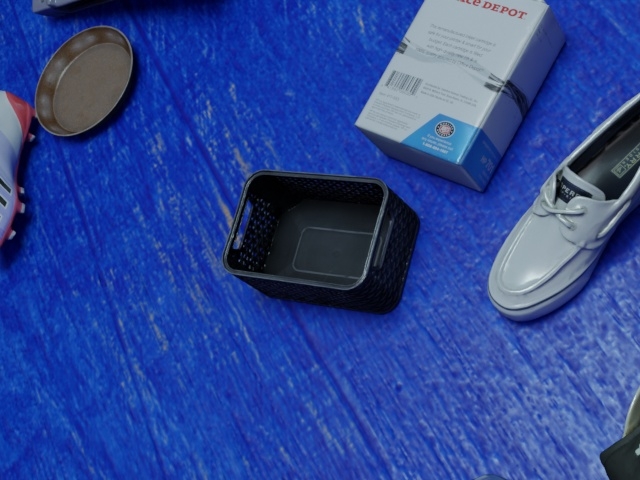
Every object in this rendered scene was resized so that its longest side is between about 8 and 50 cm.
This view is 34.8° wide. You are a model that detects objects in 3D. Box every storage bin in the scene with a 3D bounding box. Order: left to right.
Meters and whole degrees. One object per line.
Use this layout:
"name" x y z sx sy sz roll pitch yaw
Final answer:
"storage bin" 0.000 0.000 1.085 0.180 0.084 0.122 7 73 31

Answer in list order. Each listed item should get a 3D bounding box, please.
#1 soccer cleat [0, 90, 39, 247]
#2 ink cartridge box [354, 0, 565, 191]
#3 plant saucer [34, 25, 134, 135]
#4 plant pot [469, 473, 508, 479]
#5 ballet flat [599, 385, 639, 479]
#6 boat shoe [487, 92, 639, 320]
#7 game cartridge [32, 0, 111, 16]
"soccer cleat" -0.444 -0.092 1.366 0.083 0.095 0.248 -28 51 47
"ink cartridge box" 0.147 -0.167 1.073 0.140 0.082 0.190 26 82 35
"plant saucer" -0.317 -0.213 1.396 0.168 0.029 0.168 -12 63 25
"plant pot" 0.131 0.323 0.783 0.236 0.236 0.212 -34 50 14
"ballet flat" 0.331 0.104 0.847 0.280 0.095 0.096 -50 42 2
"boat shoe" 0.242 -0.039 0.961 0.095 0.084 0.258 38 91 36
"game cartridge" -0.282 -0.438 1.360 0.355 0.068 0.230 0 93 47
